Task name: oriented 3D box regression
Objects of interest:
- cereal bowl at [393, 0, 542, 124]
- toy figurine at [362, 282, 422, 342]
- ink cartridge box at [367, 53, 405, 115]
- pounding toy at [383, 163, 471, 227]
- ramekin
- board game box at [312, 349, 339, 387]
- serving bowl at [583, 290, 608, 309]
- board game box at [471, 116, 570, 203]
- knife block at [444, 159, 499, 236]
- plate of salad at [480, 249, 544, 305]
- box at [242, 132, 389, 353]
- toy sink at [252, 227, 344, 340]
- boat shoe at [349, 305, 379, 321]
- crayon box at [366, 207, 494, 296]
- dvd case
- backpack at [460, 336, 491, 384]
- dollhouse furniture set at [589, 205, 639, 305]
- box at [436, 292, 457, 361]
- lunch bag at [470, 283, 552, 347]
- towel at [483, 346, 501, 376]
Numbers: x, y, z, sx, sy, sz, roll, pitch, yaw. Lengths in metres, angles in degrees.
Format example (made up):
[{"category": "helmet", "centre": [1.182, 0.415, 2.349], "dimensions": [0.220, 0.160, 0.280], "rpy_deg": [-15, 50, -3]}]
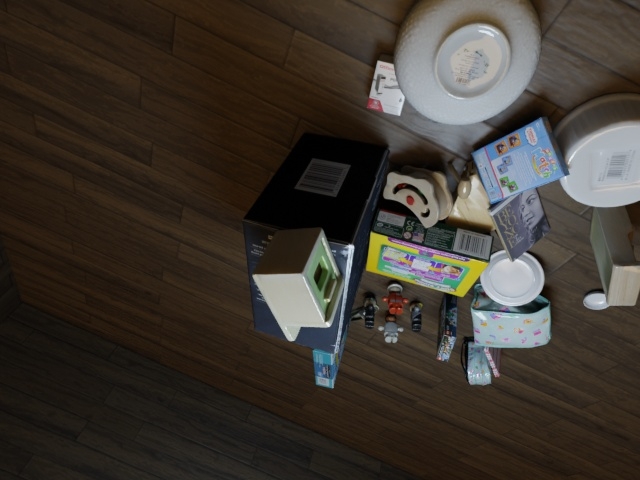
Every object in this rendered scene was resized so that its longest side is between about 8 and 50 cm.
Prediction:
[{"category": "cereal bowl", "centre": [0.343, -0.426, 0.951], "dimensions": [0.340, 0.141, 0.338], "rpy_deg": [4, 123, 6]}, {"category": "toy figurine", "centre": [0.296, 0.295, 1.674], "dimensions": [0.210, 0.148, 0.213], "rpy_deg": [37, 125, -23]}, {"category": "ink cartridge box", "centre": [0.190, -0.423, 1.113], "dimensions": [0.100, 0.056, 0.135], "rpy_deg": [16, 135, 6]}, {"category": "pounding toy", "centre": [0.340, -0.144, 1.250], "dimensions": [0.270, 0.155, 0.154], "rpy_deg": [26, 133, 46]}, {"category": "ramekin", "centre": [0.744, -0.217, 1.042], "dimensions": [0.278, 0.135, 0.277], "rpy_deg": [10, 134, 11]}, {"category": "board game box", "centre": [0.056, 0.405, 1.730], "dimensions": [0.079, 0.335, 0.253], "rpy_deg": [9, 134, 13]}, {"category": "serving bowl", "centre": [0.963, 0.204, 1.423], "dimensions": [0.084, 0.027, 0.083], "rpy_deg": [11, 134, 12]}, {"category": "board game box", "centre": [0.530, -0.209, 1.100], "dimensions": [0.212, 0.039, 0.160], "rpy_deg": [-25, 83, 56]}, {"category": "knife block", "centre": [0.527, -0.091, 1.273], "dimensions": [0.242, 0.088, 0.275], "rpy_deg": [15, 134, 6]}, {"category": "plate of salad", "centre": [0.660, 0.127, 1.413], "dimensions": [0.200, 0.048, 0.199], "rpy_deg": [3, 98, 23]}, {"category": "box", "centre": [0.000, 0.000, 1.278], "dimensions": [0.298, 0.479, 0.471], "rpy_deg": [13, 134, 12]}, {"category": "toy sink", "centre": [-0.032, 0.108, 0.944], "dimensions": [0.131, 0.152, 0.234], "rpy_deg": [-3, 128, 24]}, {"category": "boat shoe", "centre": [0.194, 0.327, 1.808], "dimensions": [0.152, 0.049, 0.056], "rpy_deg": [-31, 113, 37]}, {"category": "crayon box", "centre": [0.348, 0.050, 1.382], "dimensions": [0.364, 0.106, 0.313], "rpy_deg": [15, 156, 11]}, {"category": "dvd case", "centre": [0.609, -0.062, 1.245], "dimensions": [0.165, 0.018, 0.221], "rpy_deg": [-38, 117, -5]}, {"category": "backpack", "centre": [0.660, 0.515, 1.716], "dimensions": [0.115, 0.181, 0.151], "rpy_deg": [-12, 125, 29]}, {"category": "dollhouse furniture set", "centre": [0.962, 0.014, 1.063], "dimensions": [0.395, 0.256, 0.362], "rpy_deg": [-4, 136, 24]}, {"category": "box", "centre": [0.484, 0.318, 1.563], "dimensions": [0.044, 0.233, 0.159], "rpy_deg": [10, 133, 11]}, {"category": "lunch bag", "centre": [0.704, 0.284, 1.506], "dimensions": [0.263, 0.160, 0.223], "rpy_deg": [0, 130, 28]}, {"category": "towel", "centre": [0.697, 0.441, 1.661], "dimensions": [0.029, 0.144, 0.197], "rpy_deg": [-9, 127, 34]}]
